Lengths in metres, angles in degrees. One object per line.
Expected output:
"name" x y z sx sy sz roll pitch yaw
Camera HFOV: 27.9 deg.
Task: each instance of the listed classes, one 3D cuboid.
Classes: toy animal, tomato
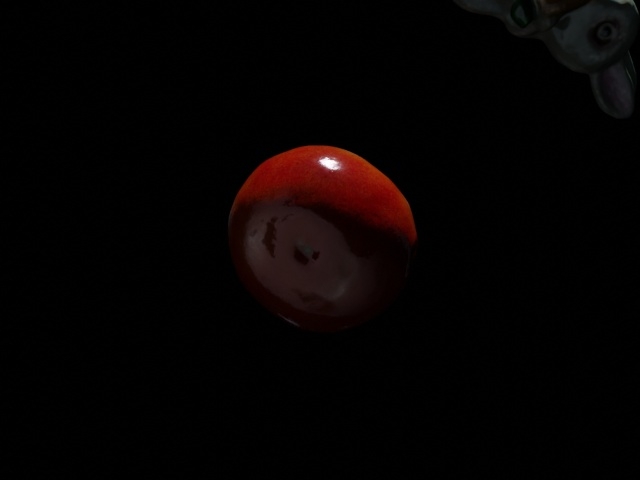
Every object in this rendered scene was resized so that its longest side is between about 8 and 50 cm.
"toy animal" 0.240 -0.225 1.240 0.251 0.127 0.125 37 -11 -17
"tomato" 0.000 0.000 1.296 0.195 0.136 0.195 2 -78 10
